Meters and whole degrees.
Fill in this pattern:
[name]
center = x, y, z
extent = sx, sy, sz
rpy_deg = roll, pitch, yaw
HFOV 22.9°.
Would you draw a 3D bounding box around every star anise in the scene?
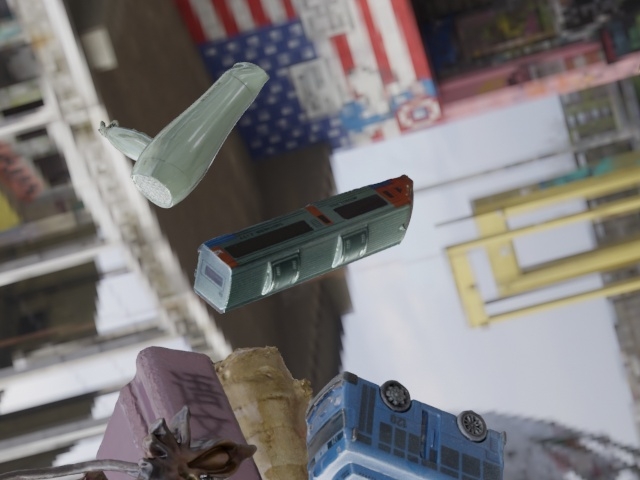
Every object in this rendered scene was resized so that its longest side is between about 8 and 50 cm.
[star anise]
center = -0.198, 0.234, 1.408
extent = 0.218, 0.227, 0.148
rpy_deg = -10, -90, -55

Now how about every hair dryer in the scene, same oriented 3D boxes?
[hair dryer]
center = -0.194, -0.143, 1.940
extent = 0.206, 0.237, 0.075
rpy_deg = -53, -53, -22

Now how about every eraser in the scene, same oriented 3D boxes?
[eraser]
center = -0.166, 0.338, 1.837
extent = 0.272, 0.122, 0.359
rpy_deg = -65, 30, 26

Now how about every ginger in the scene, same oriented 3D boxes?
[ginger]
center = -0.106, 0.339, 2.376
extent = 0.166, 0.236, 0.375
rpy_deg = 70, -174, -47

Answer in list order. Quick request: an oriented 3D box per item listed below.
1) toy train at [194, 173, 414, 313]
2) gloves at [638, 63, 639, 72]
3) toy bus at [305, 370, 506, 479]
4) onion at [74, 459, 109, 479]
[toy train]
center = 0.000, 0.000, 2.261
extent = 0.089, 0.409, 0.086
rpy_deg = 39, 132, 33
[gloves]
center = 0.426, -0.064, 1.689
extent = 0.154, 0.141, 0.331
rpy_deg = -152, 51, -68
[toy bus]
center = 0.100, 0.262, 1.914
extent = 0.116, 0.234, 0.133
rpy_deg = -50, 24, 44
[onion]
center = -0.224, 0.344, 1.484
extent = 0.227, 0.120, 0.283
rpy_deg = 24, -113, -36
